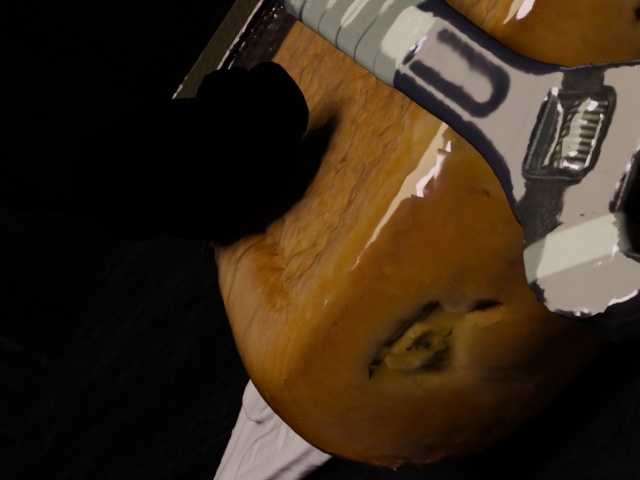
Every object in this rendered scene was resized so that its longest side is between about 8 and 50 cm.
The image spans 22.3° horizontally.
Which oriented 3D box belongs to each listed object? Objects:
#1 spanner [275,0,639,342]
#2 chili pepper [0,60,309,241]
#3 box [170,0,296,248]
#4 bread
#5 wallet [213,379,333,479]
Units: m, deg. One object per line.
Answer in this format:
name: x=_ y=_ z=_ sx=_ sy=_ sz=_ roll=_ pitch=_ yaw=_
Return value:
spanner: x=0.037 y=-0.074 z=0.569 sx=0.087 sy=0.024 sz=0.316 roll=-58 pitch=41 yaw=12
chili pepper: x=-0.069 y=-0.035 z=0.747 sx=0.204 sy=0.073 sz=0.072 roll=-14 pitch=34 yaw=56
box: x=-0.017 y=-0.114 z=1.212 sx=0.273 sy=0.143 sz=0.184 roll=-58 pitch=12 yaw=8
bread: x=0.082 y=-0.072 z=0.718 sx=0.328 sy=0.148 sz=0.337 roll=-62 pitch=15 yaw=10
wallet: x=-0.019 y=0.101 z=0.980 sx=0.183 sy=0.032 sz=0.124 roll=-40 pitch=26 yaw=56
